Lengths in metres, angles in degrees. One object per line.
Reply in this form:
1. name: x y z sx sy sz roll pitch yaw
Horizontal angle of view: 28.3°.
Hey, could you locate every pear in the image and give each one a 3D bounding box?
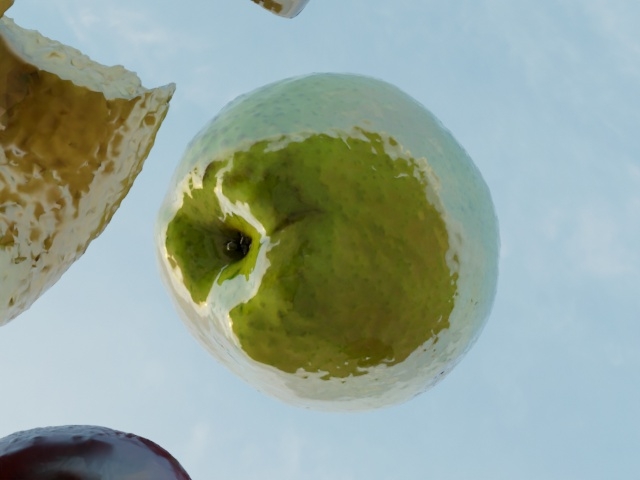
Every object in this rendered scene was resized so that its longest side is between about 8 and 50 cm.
1. pear: 0.000 0.000 1.348 0.391 0.391 0.391 0 -75 0

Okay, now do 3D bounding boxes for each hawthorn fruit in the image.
1. hawthorn fruit: -0.161 0.219 0.825 0.215 0.250 0.215 3 -106 -10

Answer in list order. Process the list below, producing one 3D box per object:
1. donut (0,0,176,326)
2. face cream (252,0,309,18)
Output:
1. donut: -0.226 -0.084 0.735 0.163 0.378 0.435 26 -31 9
2. face cream: 0.037 -0.136 0.334 0.182 0.051 0.072 -42 -122 22
